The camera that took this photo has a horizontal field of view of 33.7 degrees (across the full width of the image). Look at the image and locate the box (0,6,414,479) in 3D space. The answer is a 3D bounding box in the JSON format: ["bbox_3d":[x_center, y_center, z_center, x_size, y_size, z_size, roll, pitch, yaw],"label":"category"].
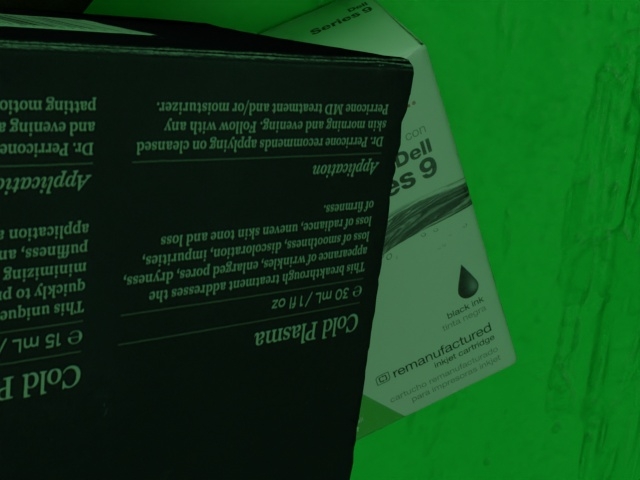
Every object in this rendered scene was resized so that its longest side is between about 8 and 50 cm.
[{"bbox_3d":[-0.153,0.053,0.496,0.343,0.179,0.313,-5,108,-42],"label":"box"}]

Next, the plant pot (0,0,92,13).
[{"bbox_3d":[-0.194,-0.164,0.595,0.167,0.167,0.165,26,115,-30],"label":"plant pot"}]

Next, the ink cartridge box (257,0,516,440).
[{"bbox_3d":[0.000,0.000,0.777,0.211,0.121,0.289,-25,124,-5],"label":"ink cartridge box"}]
